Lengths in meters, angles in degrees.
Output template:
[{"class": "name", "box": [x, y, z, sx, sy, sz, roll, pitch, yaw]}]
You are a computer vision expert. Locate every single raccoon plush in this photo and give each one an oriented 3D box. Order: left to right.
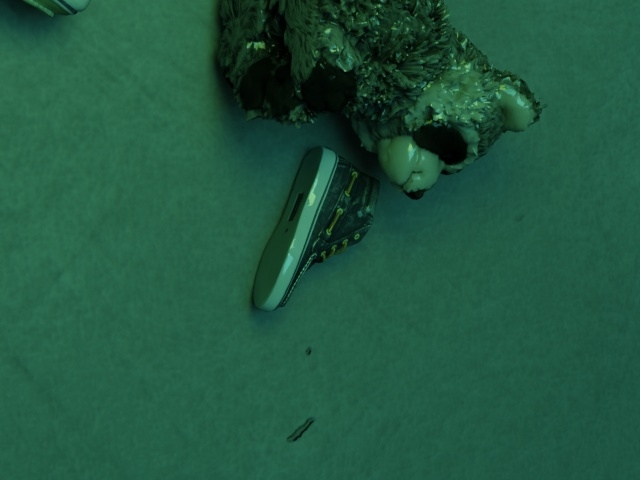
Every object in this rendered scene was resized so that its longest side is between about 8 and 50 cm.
[{"class": "raccoon plush", "box": [0.090, -0.267, 1.713, 0.299, 0.216, 0.446, 3, 107, -32]}]

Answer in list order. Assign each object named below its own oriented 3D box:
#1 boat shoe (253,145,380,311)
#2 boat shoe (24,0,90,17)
[{"class": "boat shoe", "box": [0.000, 0.000, 1.780, 0.083, 0.065, 0.183, 28, 77, -23]}, {"class": "boat shoe", "box": [-0.355, -0.277, 1.590, 0.302, 0.109, 0.094, 29, 93, -15]}]
